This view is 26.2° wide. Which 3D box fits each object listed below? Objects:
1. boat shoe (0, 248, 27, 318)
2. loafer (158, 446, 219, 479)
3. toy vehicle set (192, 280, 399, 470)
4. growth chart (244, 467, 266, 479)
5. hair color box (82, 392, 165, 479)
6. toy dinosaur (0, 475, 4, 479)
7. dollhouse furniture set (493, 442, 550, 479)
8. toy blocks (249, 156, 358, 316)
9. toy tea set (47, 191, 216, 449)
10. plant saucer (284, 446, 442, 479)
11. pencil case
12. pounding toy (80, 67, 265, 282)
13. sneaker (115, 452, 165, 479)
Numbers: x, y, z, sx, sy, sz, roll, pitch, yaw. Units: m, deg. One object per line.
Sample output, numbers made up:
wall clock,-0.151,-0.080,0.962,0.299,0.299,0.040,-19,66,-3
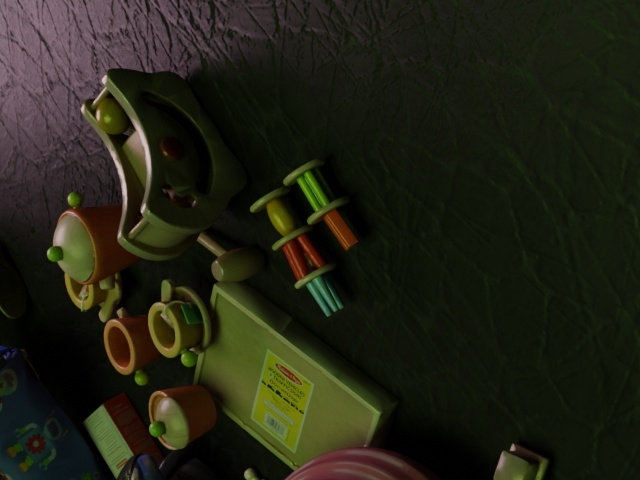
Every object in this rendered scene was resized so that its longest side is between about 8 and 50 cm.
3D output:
boat shoe,-0.461,0.050,1.955,0.045,0.050,0.135,-28,87,59
loafer,-0.194,0.399,1.833,0.084,0.096,0.268,30,125,22
toy vehicle set,-0.036,0.179,1.619,0.267,0.035,0.166,36,130,26
growth chart,-0.069,0.416,1.774,0.172,0.021,0.237,37,130,26
hair color box,-0.260,0.287,1.875,0.072,0.043,0.141,-40,79,46
toy dinosaur,-0.577,0.353,2.139,0.322,0.164,0.218,36,148,2
dollhouse furniture set,0.108,0.350,1.558,0.303,0.173,0.356,25,98,39
toy blocks,0.000,0.000,1.489,0.123,0.054,0.148,-36,83,46
toy tea set,-0.244,0.104,1.682,0.336,0.124,0.200,51,137,27
plant saucer,0.027,0.386,1.452,0.332,0.084,0.332,-9,76,39
pencil case,-0.386,0.275,1.876,0.306,0.133,0.119,55,160,-22
pounding toy,-0.190,-0.051,1.572,0.270,0.154,0.155,57,136,8
sneaker,-0.147,0.410,1.728,0.330,0.147,0.130,59,150,5
